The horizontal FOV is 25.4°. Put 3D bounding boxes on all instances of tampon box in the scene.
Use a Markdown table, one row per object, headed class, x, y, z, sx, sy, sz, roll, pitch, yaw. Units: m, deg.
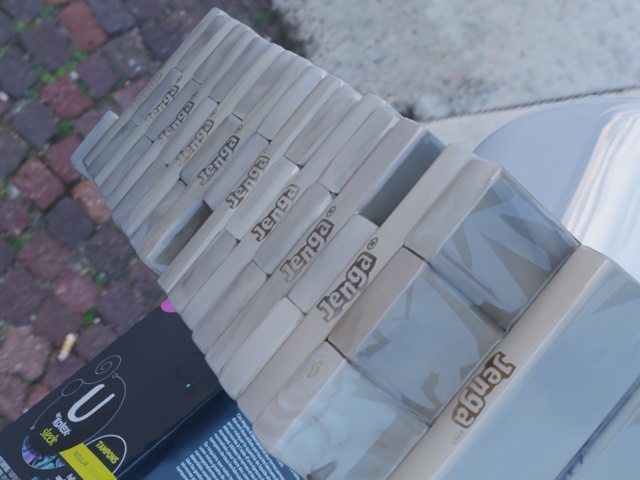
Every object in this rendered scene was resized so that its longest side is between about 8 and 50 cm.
| class | x | y | z | sx | sy | sz | roll | pitch | yaw |
| --- | --- | --- | --- | --- | --- | --- | --- | --- | --- |
| tampon box | -0.085 | 0.121 | 0.792 | 0.161 | 0.120 | 0.101 | -40 | 120 | -16 |

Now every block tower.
| class | x | y | z | sx | sy | sz | roll | pitch | yaw |
| --- | --- | --- | --- | --- | --- | --- | --- | --- | --- |
| block tower | 0.000 | 0.000 | 0.485 | 0.091 | 0.335 | 0.097 | 41 | 89 | -25 |

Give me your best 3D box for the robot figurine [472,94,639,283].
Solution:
| class | x | y | z | sx | sy | sz | roll | pitch | yaw |
| --- | --- | --- | --- | --- | --- | --- | --- | --- | --- |
| robot figurine | 0.111 | 0.085 | 0.567 | 0.200 | 0.300 | 0.353 | 38 | 59 | -15 |
